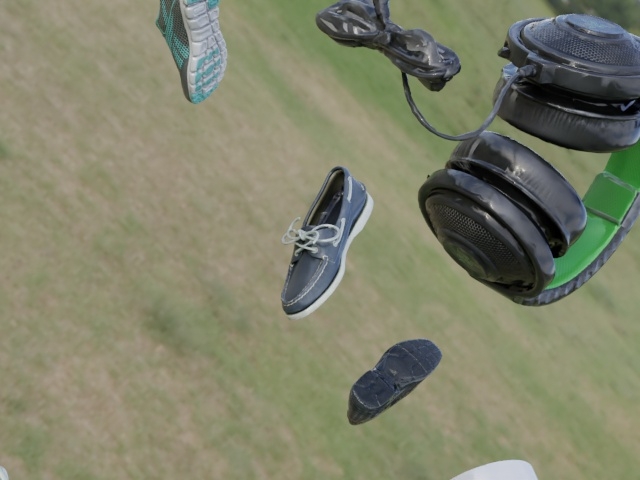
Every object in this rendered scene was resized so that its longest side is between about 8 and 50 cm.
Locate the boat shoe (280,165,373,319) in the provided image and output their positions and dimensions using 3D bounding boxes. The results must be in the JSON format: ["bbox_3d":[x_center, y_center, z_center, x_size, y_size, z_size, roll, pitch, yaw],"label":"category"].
[{"bbox_3d":[0.000,0.000,1.762,0.079,0.095,0.254,53,51,-31],"label":"boat shoe"}]

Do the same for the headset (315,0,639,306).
[{"bbox_3d":[0.156,-0.089,1.014,0.185,0.243,0.394,31,5,33],"label":"headset"}]

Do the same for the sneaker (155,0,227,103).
[{"bbox_3d":[-0.155,-0.240,1.445,0.076,0.166,0.065,24,41,30],"label":"sneaker"}]

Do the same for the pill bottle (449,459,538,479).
[{"bbox_3d":[0.302,0.528,1.860,0.210,0.210,0.363,29,35,-50],"label":"pill bottle"}]

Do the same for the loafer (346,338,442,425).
[{"bbox_3d":[0.093,0.184,1.633,0.170,0.061,0.062,-28,65,-38],"label":"loafer"}]

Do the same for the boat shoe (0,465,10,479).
[{"bbox_3d":[-0.235,0.180,0.744,0.335,0.119,0.121,17,41,-40],"label":"boat shoe"}]
